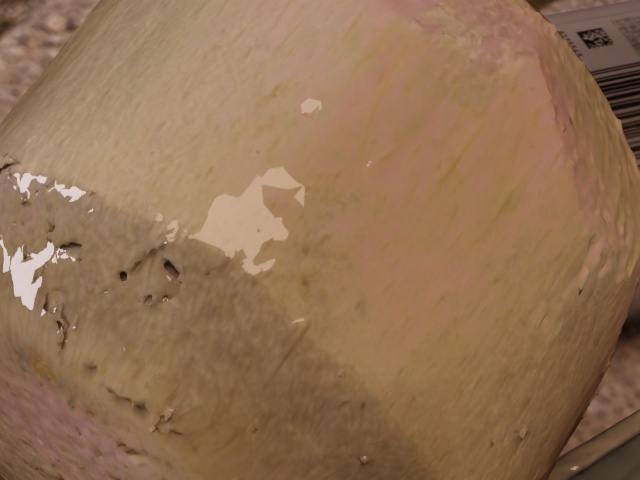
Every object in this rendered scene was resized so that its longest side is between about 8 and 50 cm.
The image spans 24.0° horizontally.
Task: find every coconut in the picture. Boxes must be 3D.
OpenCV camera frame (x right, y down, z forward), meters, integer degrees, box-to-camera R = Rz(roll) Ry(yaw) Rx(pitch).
[{"bbox_3d":[0.000,0.000,0.487,0.224,0.224,0.234,38,62,16],"label":"coconut"}]

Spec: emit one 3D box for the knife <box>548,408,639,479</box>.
[{"bbox_3d":[0.121,0.084,0.562,0.162,0.023,0.044,-30,62,-24],"label":"knife"}]

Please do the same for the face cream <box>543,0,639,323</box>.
[{"bbox_3d":[0.200,-0.053,0.635,0.291,0.071,0.144,-14,61,-16],"label":"face cream"}]
